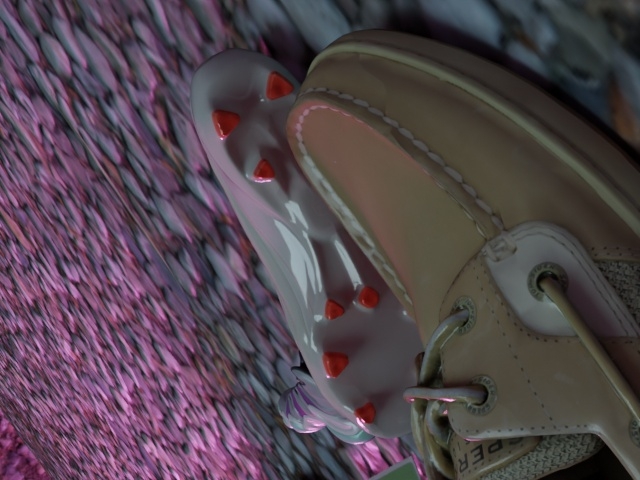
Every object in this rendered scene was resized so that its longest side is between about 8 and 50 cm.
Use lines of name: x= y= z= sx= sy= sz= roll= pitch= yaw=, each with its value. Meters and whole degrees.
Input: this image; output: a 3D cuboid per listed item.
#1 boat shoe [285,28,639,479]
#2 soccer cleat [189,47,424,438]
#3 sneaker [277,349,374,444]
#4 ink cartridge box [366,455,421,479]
boat shoe: x=0.078 y=0.046 z=0.412 sx=0.302 sy=0.098 sz=0.109 roll=47 pitch=158 yaw=21
soccer cleat: x=0.000 y=0.000 z=0.574 sx=0.196 sy=0.068 sz=0.076 roll=63 pitch=173 yaw=-17
sneaker: x=-0.003 y=0.078 z=0.730 sx=0.098 sy=0.038 sz=0.069 roll=-2 pitch=120 yaw=55
ink cartridge box: x=0.044 y=0.268 z=0.729 sx=0.056 sy=0.171 sz=0.235 roll=17 pitch=-134 yaw=-49
